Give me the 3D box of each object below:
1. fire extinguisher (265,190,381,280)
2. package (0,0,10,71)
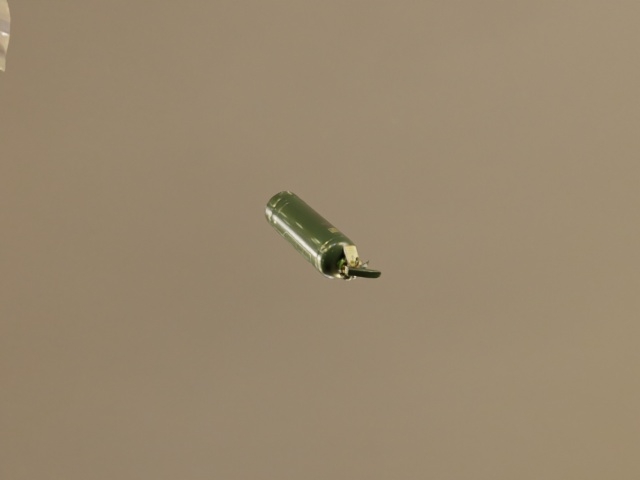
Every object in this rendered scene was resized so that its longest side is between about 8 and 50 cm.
[{"bbox_3d":[0.000,0.000,1.382,0.114,0.311,0.095,-4,-59,-35],"label":"fire extinguisher"},{"bbox_3d":[-0.583,-0.372,0.965,0.204,0.251,0.062,11,-38,-39],"label":"package"}]
